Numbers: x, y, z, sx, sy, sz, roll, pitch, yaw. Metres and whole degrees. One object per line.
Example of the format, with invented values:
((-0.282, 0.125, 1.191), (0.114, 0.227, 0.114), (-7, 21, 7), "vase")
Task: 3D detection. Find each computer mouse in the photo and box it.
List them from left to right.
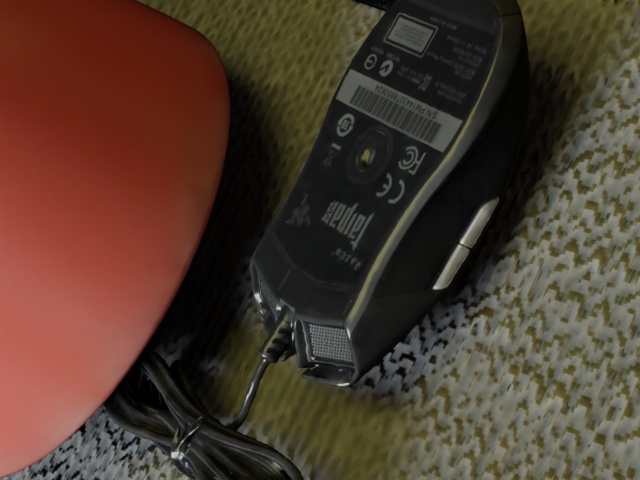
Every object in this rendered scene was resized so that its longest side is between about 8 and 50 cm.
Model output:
((0.000, 0.000, 0.691), (0.184, 0.060, 0.262), (24, 88, 52), "computer mouse")

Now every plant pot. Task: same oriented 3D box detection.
((-0.222, -0.047, 0.742), (0.275, 0.243, 0.275), (-34, 40, 35), "plant pot")

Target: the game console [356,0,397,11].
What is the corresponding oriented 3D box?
((0.056, -0.174, 0.768), (0.107, 0.071, 0.122), (-36, 39, -22), "game console")
